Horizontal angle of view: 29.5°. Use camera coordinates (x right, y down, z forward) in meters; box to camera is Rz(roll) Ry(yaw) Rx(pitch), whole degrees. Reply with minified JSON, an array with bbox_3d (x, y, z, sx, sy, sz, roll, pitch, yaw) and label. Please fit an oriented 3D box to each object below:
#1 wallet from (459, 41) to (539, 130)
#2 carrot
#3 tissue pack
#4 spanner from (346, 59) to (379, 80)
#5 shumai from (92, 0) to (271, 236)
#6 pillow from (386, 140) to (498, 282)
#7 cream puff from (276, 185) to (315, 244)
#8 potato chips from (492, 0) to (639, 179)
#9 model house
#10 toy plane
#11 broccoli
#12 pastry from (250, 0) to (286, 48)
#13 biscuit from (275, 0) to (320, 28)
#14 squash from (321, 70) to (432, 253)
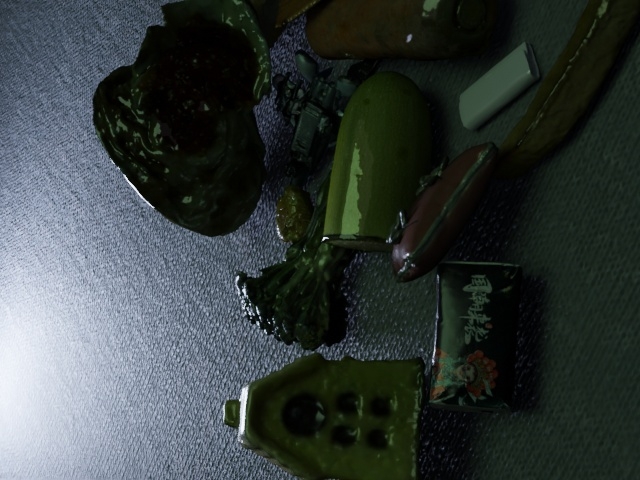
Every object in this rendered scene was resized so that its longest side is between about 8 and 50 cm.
[{"bbox_3d":[0.222,-0.194,1.528,0.122,0.025,0.061,-40,43,40],"label":"wallet"},{"bbox_3d":[0.106,-0.302,1.616,0.302,0.139,0.138,10,87,48],"label":"carrot"},{"bbox_3d":[0.180,0.113,1.413,0.103,0.090,0.170,2,77,13],"label":"tissue pack"},{"bbox_3d":[0.099,-0.287,1.732,0.208,0.012,0.046,-47,45,34],"label":"spanner"},{"bbox_3d":[-0.160,-0.198,1.851,0.288,0.292,0.330,-36,88,17],"label":"shumai"},{"bbox_3d":[0.141,-0.037,1.468,0.179,0.075,0.171,-56,0,-10],"label":"pillow"},{"bbox_3d":[-0.033,-0.037,1.789,0.083,0.058,0.083,-55,41,36],"label":"cream puff"},{"bbox_3d":[0.312,-0.238,1.395,0.407,0.057,0.080,-66,24,15],"label":"potato chips"},{"bbox_3d":[0.000,0.227,1.476,0.193,0.234,0.174,121,148,-80],"label":"model house"},{"bbox_3d":[-0.019,-0.149,1.782,0.169,0.078,0.246,31,116,19],"label":"toy plane"},{"bbox_3d":[-0.001,-0.001,1.691,0.165,0.145,0.304,23,85,49],"label":"broccoli"},{"bbox_3d":[-0.121,-0.404,1.976,0.257,0.121,0.235,7,81,56],"label":"pastry"},{"bbox_3d":[0.033,-0.401,1.737,0.237,0.013,0.232,-32,23,17],"label":"biscuit"},{"bbox_3d":[0.079,-0.109,1.600,0.132,0.133,0.247,-6,75,52],"label":"squash"}]
